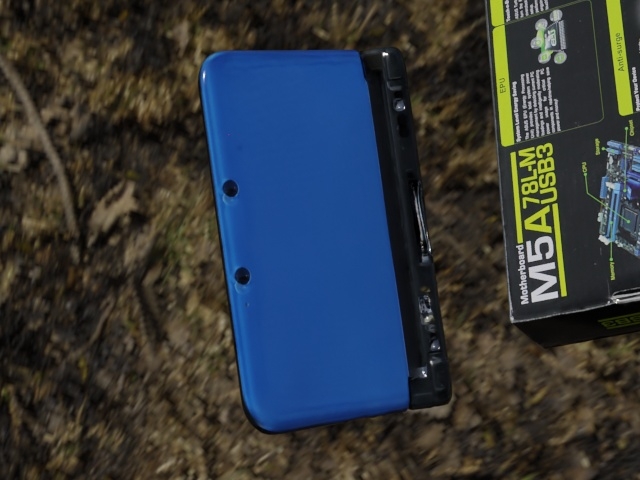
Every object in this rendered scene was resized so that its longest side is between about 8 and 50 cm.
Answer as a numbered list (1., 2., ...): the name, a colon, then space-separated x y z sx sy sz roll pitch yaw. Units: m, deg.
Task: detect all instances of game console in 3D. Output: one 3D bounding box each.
1. game console: 0.000 0.000 1.314 0.173 0.250 0.293 -7 86 -5

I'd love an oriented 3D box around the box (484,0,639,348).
1. box: 0.157 -0.067 0.620 0.184 0.045 0.190 -15 65 27
